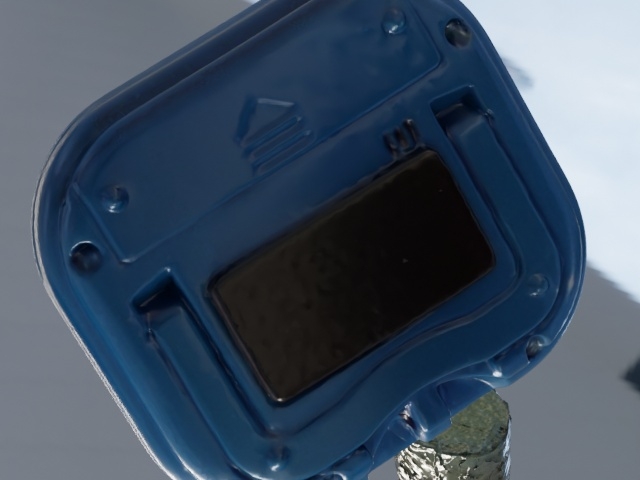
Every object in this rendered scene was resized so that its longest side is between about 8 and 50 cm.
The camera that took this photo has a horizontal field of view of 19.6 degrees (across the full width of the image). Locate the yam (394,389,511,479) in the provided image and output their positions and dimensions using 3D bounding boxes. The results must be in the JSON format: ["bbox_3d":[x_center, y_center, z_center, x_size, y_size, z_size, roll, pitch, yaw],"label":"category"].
[{"bbox_3d":[0.108,0.184,1.513,0.107,0.183,0.107,-2,-132,2],"label":"yam"}]

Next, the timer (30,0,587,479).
[{"bbox_3d":[0.000,0.000,1.229,0.340,0.309,0.115,-33,-167,-10],"label":"timer"}]
